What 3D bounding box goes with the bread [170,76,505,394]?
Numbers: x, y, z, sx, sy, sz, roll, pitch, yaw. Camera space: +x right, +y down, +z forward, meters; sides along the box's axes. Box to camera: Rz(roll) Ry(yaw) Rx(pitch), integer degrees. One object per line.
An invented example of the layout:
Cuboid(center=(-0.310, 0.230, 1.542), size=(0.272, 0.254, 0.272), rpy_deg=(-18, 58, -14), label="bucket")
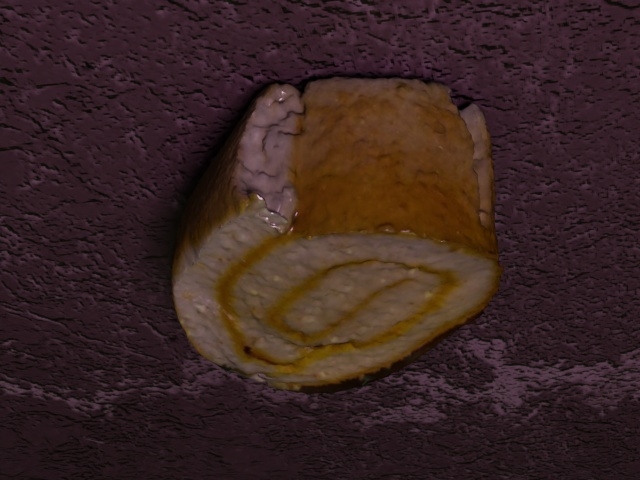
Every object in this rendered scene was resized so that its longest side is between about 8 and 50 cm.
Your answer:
Cuboid(center=(0.000, 0.000, 1.050), size=(0.186, 0.124, 0.257), rpy_deg=(21, 143, -20), label="bread")
